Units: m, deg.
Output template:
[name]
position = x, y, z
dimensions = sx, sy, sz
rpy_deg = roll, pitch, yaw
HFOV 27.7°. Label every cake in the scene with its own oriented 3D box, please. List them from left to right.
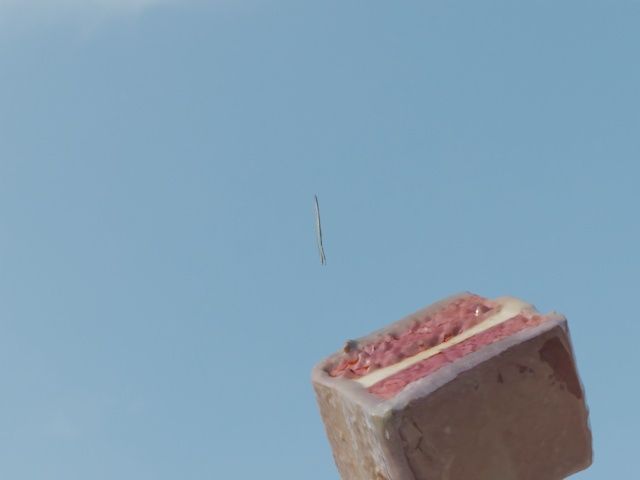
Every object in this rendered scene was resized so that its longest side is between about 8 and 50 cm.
[cake]
position = 0.170, 0.223, 1.651
dimensions = 0.309, 0.237, 0.230
rpy_deg = -22, -68, -24

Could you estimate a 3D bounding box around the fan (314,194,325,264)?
[fan]
position = 0.000, 0.003, 1.093
dimensions = 0.003, 0.080, 0.060
rpy_deg = -6, -34, -2
